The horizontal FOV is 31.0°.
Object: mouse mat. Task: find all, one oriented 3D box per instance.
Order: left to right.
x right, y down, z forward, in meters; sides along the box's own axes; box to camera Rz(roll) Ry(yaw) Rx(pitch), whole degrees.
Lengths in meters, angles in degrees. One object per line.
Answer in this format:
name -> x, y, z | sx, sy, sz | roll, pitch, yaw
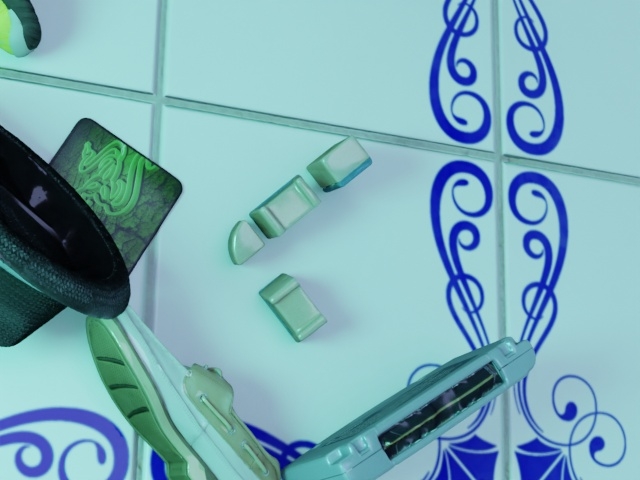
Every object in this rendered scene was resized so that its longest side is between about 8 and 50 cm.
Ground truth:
mouse mat -> -0.267, -0.036, 1.369 | 0.152, 0.007, 0.190 | 35, 65, -14

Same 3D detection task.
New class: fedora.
fedora -> -0.362, -0.006, 1.211 | 0.152, 0.334, 0.334 | -44, 99, 10

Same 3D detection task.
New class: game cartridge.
game cartridge -> 0.100, 0.213, 1.371 | 0.294, 0.196, 0.060 | -28, 90, -28

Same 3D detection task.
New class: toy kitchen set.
toy kitchen set -> 0.000, 0.000, 1.445 | 0.207, 0.122, 0.166 | -39, 96, -7

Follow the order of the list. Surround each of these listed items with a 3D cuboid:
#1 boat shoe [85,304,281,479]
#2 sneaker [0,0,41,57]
boat shoe -> -0.155, 0.189, 1.314 | 0.103, 0.113, 0.302 | -37, 105, -29
sneaker -> -0.463, -0.343, 1.270 | 0.147, 0.145, 0.385 | -41, 118, -1
